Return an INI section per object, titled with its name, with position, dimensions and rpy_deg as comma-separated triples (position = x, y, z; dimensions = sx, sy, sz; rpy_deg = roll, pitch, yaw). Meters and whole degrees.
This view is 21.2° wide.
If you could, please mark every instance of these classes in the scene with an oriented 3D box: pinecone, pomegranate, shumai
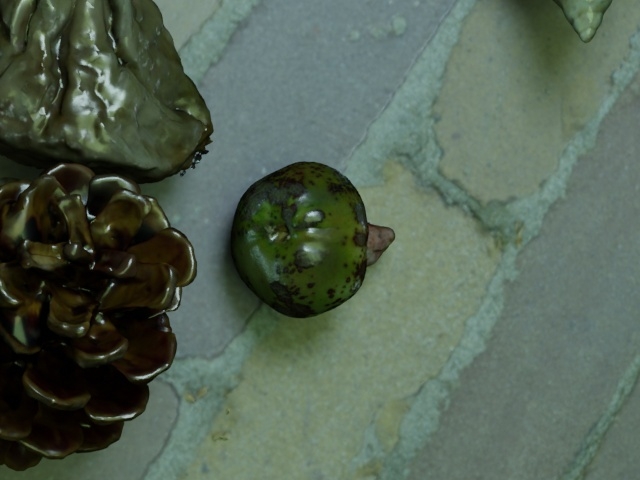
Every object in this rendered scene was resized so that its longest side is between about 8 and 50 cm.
[pinecone]
position = -0.214, 0.054, 1.371
dimensions = 0.244, 0.309, 0.244
rpy_deg = 15, 62, -31
[pomegranate]
position = 0.003, -0.002, 1.518
dimensions = 0.163, 0.125, 0.138
rpy_deg = -3, 81, -21
[shumai]
position = -0.194, -0.154, 1.381
dimensions = 0.218, 0.185, 0.184
rpy_deg = 28, 43, 10

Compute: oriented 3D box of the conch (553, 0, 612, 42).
[conch]
position = 0.203, -0.357, 1.570
dimensions = 0.203, 0.169, 0.386
rpy_deg = 9, 54, -43
